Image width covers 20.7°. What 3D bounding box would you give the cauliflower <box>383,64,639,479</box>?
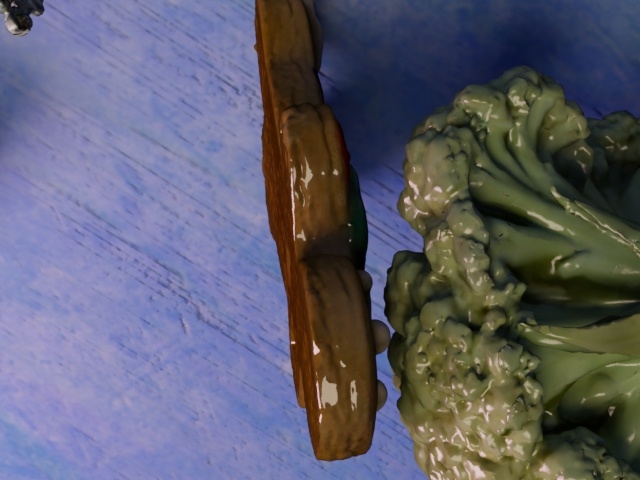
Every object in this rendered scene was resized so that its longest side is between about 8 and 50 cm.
[{"bbox_3d":[0.174,0.043,0.953,0.281,0.260,0.327,-22,129,8],"label":"cauliflower"}]

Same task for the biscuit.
[{"bbox_3d":[0.000,0.000,0.972,0.049,0.301,0.197,-7,128,-3],"label":"biscuit"}]

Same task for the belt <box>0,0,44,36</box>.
[{"bbox_3d":[-0.213,-0.212,1.012,0.179,0.065,0.100,36,115,-11],"label":"belt"}]
